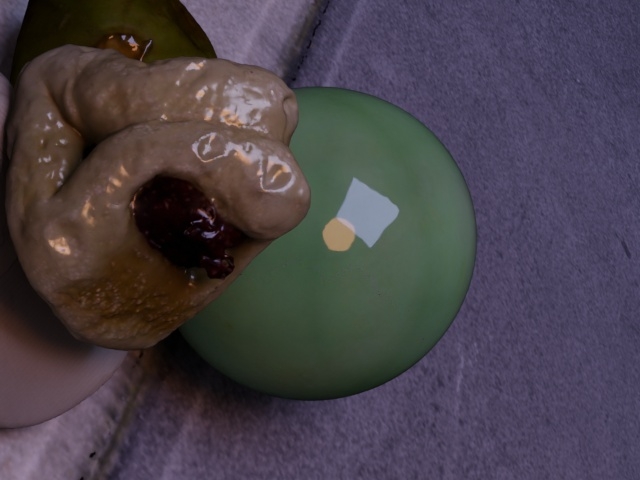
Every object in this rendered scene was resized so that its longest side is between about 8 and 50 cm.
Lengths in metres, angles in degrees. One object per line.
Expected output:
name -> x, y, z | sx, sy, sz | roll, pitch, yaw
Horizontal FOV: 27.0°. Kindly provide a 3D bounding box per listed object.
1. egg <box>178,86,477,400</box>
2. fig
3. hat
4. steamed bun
egg -> 0.000, 0.000, 0.948 | 0.220, 0.220, 0.270 | 59, 22, -1
fig -> -0.143, -0.117, 0.923 | 0.165, 0.144, 0.154 | -110, -157, -77
hat -> -0.195, -0.011, 0.781 | 0.226, 0.164, 0.219 | 28, 41, -12
steamed bun -> -0.083, -0.038, 0.770 | 0.141, 0.155, 0.172 | 52, 27, -51
